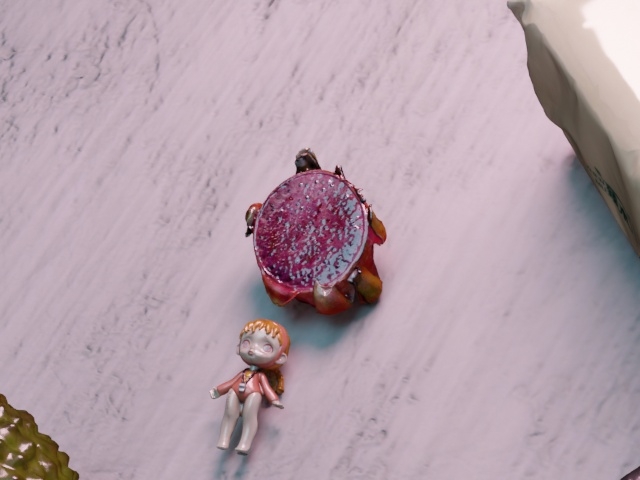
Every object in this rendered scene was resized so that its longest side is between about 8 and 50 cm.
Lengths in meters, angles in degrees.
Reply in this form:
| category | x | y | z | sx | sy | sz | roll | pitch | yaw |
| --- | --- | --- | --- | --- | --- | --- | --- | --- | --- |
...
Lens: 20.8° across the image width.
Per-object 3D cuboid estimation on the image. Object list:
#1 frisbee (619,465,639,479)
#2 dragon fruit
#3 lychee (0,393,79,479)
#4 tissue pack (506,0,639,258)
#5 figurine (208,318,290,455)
| category | x | y | z | sx | sy | sz | roll | pitch | yaw |
| --- | --- | --- | --- | --- | --- | --- | --- | --- | --- |
| frisbee | 0.154 | 0.234 | 1.177 | 0.211 | 0.012 | 0.187 | -11 | 50 | 13 |
| dragon fruit | -0.001 | 0.005 | 1.393 | 0.112 | 0.068 | 0.126 | -41 | 61 | 2 |
| lychee | -0.289 | 0.221 | 1.204 | 0.270 | 0.320 | 0.270 | 3 | 69 | -8 |
| tissue pack | 0.339 | -0.073 | 1.217 | 0.297 | 0.207 | 0.380 | -27 | 48 | 1 |
| figurine | -0.054 | 0.113 | 1.339 | 0.064 | 0.047 | 0.109 | 8 | 65 | 19 |
